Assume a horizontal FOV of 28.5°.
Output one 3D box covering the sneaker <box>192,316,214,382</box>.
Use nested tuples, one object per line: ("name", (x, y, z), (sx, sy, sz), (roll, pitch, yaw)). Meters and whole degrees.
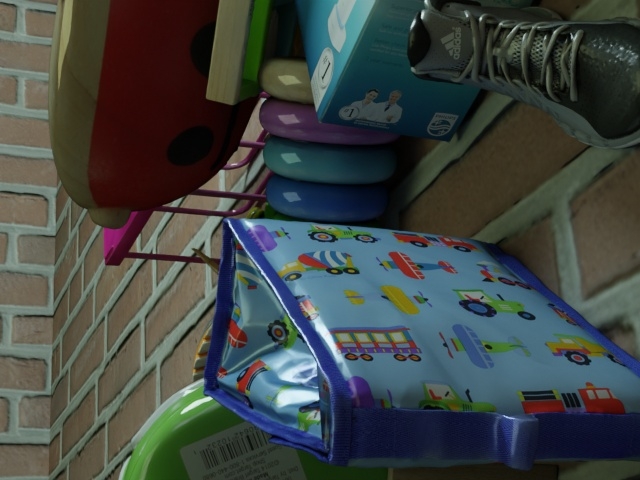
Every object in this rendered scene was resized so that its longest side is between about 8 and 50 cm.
("sneaker", (-0.095, 0.155, 1.397), (0.083, 0.084, 0.215), (-94, 2, -53))

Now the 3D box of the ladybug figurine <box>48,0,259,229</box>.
("ladybug figurine", (-0.137, -0.225, 1.244), (0.305, 0.162, 0.449), (4, -80, -77))

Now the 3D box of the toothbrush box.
("toothbrush box", (0.086, -0.259, 0.993), (0.295, 0.126, 0.216), (116, 153, -45))

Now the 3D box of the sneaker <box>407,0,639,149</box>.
("sneaker", (0.128, -0.117, 0.838), (0.228, 0.132, 0.086), (-143, 60, -67))

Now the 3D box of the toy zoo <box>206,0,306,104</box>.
("toy zoo", (-0.033, -0.246, 1.219), (0.293, 0.030, 0.192), (-43, -34, -67))

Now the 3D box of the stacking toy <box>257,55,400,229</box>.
("stacking toy", (0.000, 0.000, 1.167), (0.141, 0.141, 0.330), (-147, 60, -67))

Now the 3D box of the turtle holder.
("turtle holder", (-0.030, 0.252, 1.088), (0.243, 0.320, 0.227), (-51, 13, -4))

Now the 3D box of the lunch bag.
("lunch bag", (0.071, 0.080, 0.815), (0.293, 0.221, 0.138), (-152, 69, -68))

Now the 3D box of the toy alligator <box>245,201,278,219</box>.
("toy alligator", (-0.057, 0.017, 1.430), (0.051, 0.056, 0.190), (-41, -28, -46))

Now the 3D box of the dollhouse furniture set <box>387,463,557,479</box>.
("dollhouse furniture set", (0.074, 0.223, 0.910), (0.151, 0.123, 0.144), (175, 99, -69))

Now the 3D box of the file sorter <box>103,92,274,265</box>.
("file sorter", (-0.153, -0.135, 1.523), (0.202, 0.182, 0.291), (132, 138, -57))

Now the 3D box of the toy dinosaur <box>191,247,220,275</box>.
("toy dinosaur", (-0.055, 0.050, 1.381), (0.211, 0.064, 0.112), (-14, 69, 44))
